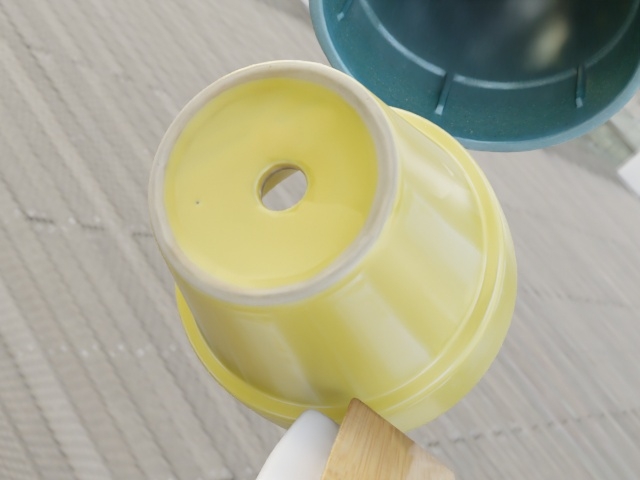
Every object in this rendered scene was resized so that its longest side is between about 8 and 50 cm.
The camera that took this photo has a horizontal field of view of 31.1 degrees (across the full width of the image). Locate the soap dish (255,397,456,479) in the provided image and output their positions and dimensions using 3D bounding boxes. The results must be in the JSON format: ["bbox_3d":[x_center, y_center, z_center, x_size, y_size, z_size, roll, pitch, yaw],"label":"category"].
[{"bbox_3d":[0.001,0.224,0.644,0.118,0.228,0.291,18,2,4],"label":"soap dish"}]

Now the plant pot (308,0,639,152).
[{"bbox_3d":[0.197,-0.329,1.218,0.341,0.341,0.334,39,48,-21],"label":"plant pot"}]

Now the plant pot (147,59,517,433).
[{"bbox_3d":[0.000,0.000,0.805,0.254,0.254,0.239,55,2,23],"label":"plant pot"}]
